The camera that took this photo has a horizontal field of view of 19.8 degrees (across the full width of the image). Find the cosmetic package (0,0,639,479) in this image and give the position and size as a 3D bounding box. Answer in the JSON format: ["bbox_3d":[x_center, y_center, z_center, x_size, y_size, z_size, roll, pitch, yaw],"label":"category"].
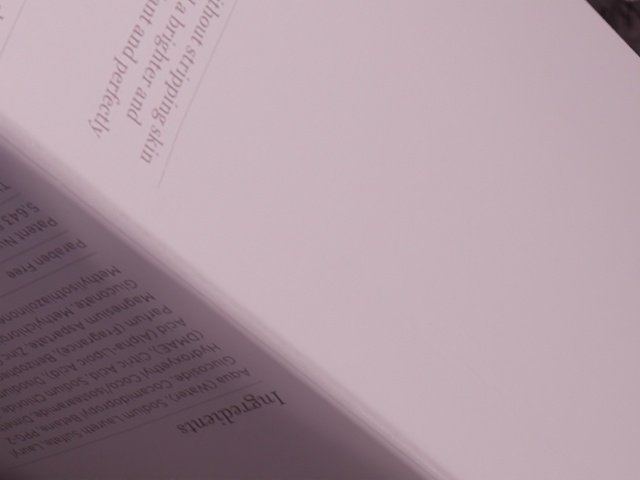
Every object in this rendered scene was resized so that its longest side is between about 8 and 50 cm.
[{"bbox_3d":[0.000,0.000,0.605,0.385,0.156,0.217,43,47,-28],"label":"cosmetic package"}]
